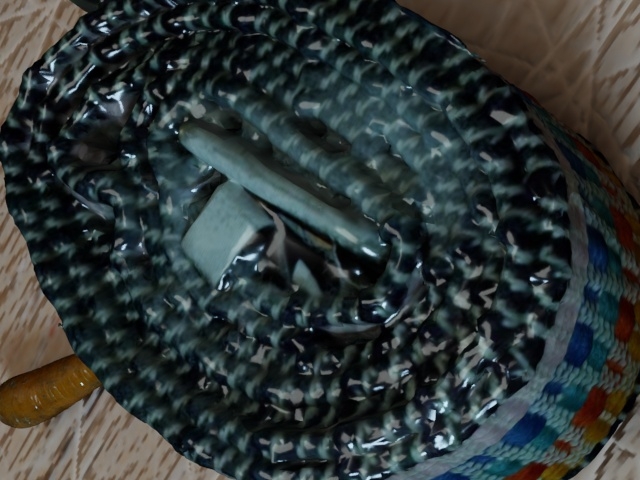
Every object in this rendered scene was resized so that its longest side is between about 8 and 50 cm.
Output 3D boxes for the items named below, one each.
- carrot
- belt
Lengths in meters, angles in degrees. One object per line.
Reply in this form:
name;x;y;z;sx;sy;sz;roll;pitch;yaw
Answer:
carrot;-0.149;0.082;0.900;0.093;0.032;0.032;-27;76;31
belt;0.000;0.000;0.690;0.295;0.160;0.207;27;90;34
